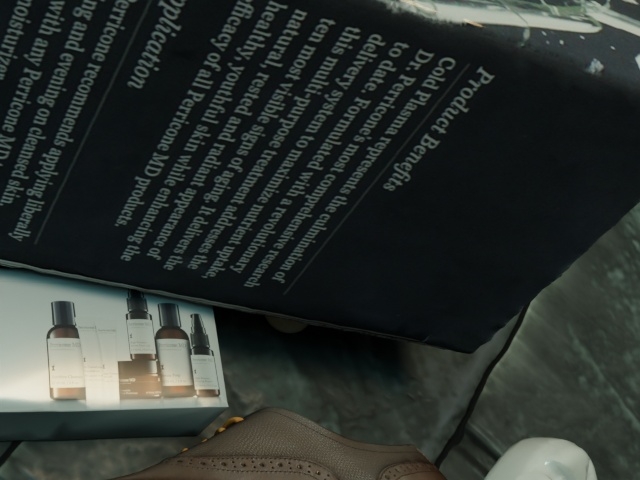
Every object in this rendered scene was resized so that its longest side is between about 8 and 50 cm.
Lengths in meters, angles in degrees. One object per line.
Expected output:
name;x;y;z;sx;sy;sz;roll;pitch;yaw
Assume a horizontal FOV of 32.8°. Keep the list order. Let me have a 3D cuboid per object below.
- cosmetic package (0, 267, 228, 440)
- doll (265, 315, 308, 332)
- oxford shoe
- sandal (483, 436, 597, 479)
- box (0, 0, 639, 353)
cosmetic package;-0.182;0.070;0.680;0.239;0.060;0.098;3;59;-29
doll;0.000;0.000;0.840;0.129;0.046;0.189;33;47;-7
oxford shoe;-0.067;0.174;0.660;0.364;0.130;0.132;12;38;-32
sandal;0.030;0.262;0.562;0.416;0.102;0.169;-39;122;-42
box;-0.059;-0.223;0.741;0.472;0.297;0.479;14;49;-25
